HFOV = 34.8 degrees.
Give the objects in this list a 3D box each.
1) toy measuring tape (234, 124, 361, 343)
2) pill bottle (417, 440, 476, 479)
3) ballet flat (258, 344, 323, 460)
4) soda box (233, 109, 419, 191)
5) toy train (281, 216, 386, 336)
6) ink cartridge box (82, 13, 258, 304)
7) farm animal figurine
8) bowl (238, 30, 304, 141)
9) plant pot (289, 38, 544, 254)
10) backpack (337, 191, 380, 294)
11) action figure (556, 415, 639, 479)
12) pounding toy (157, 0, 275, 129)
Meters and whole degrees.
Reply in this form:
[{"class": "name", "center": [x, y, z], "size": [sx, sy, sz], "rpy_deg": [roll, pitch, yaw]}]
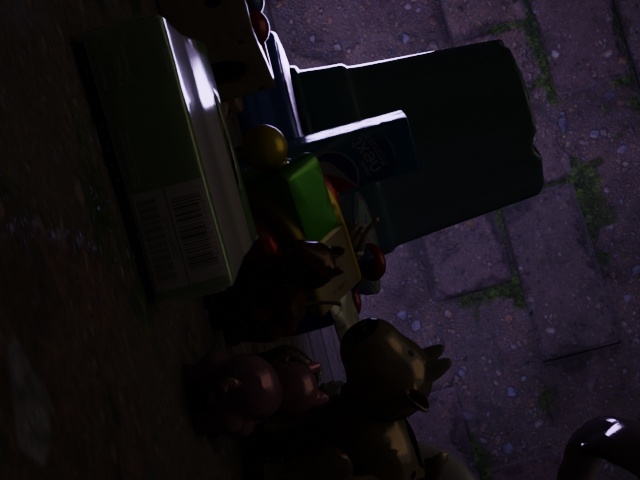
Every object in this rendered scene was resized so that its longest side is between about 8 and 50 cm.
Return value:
[{"class": "toy measuring tape", "center": [-0.022, 0.033, 0.994], "size": [0.121, 0.121, 0.330], "rpy_deg": [-100, 173, -59]}, {"class": "pill bottle", "center": [0.120, 0.375, 1.246], "size": [0.323, 0.181, 0.182], "rpy_deg": [69, 7, -59]}, {"class": "ballet flat", "center": [-0.002, 0.210, 1.022], "size": [0.084, 0.058, 0.250], "rpy_deg": [-96, 170, -67]}, {"class": "soda box", "center": [0.006, -0.093, 1.210], "size": [0.071, 0.210, 0.067], "rpy_deg": [-95, 170, -76]}, {"class": "toy train", "center": [-0.001, -0.011, 1.112], "size": [0.143, 0.105, 0.248], "rpy_deg": [63, -29, 25]}, {"class": "ink cartridge box", "center": [-0.096, -0.061, 0.720], "size": [0.235, 0.056, 0.171], "rpy_deg": [-104, 179, -83]}, {"class": "farm animal figurine", "center": [0.028, 0.158, 0.768], "size": [0.330, 0.172, 0.327], "rpy_deg": [-101, 175, -53]}, {"class": "bowl", "center": [-0.053, -0.134, 1.577], "size": [0.391, 0.077, 0.391], "rpy_deg": [-15, 90, -86]}, {"class": "plant pot", "center": [0.156, -0.150, 1.610], "size": [0.341, 0.334, 0.341], "rpy_deg": [-14, 90, -87]}, {"class": "backpack", "center": [0.000, 0.000, 1.322], "size": [0.166, 0.144, 0.189], "rpy_deg": [43, 29, -74]}, {"class": "action figure", "center": [0.077, 0.282, 0.417], "size": [0.370, 0.275, 0.248], "rpy_deg": [61, -2, -1]}, {"class": "pounding toy", "center": [-0.090, -0.188, 1.044], "size": [0.206, 0.094, 0.181], "rpy_deg": [62, 13, -73]}]
